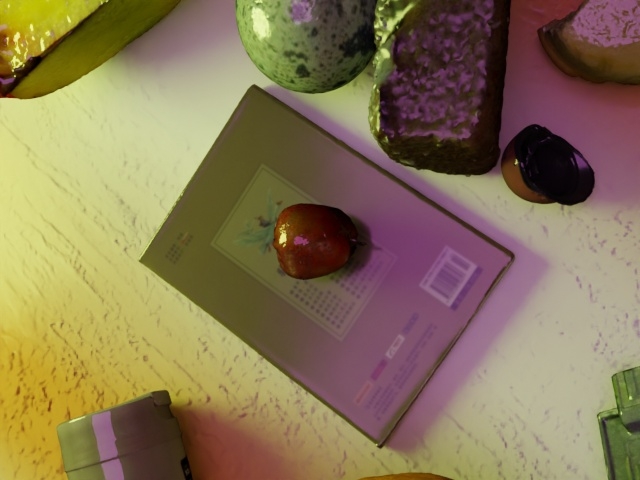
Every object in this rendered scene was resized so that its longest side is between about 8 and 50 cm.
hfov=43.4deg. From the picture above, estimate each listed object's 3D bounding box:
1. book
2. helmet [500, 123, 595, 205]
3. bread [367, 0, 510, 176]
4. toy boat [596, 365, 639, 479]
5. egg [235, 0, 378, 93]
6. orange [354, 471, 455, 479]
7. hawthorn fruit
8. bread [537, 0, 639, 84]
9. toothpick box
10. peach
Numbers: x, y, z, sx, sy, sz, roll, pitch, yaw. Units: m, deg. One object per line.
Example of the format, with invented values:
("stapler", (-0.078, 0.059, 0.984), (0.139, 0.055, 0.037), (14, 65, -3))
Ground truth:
("book", (-0.005, 0.017, 0.769), (0.310, 0.021, 0.217), (36, 96, 17))
("helmet", (0.191, -0.058, 0.704), (0.084, 0.049, 0.065), (36, 61, -9))
("bread", (0.113, -0.270, 0.690), (0.113, 0.165, 0.416), (5, 85, 12))
("toy boat", (0.280, 0.227, 0.551), (0.141, 0.092, 0.319), (-26, 41, 31))
("egg", (-0.014, -0.215, 0.738), (0.132, 0.132, 0.172), (-24, 63, 13))
("orange", (0.066, 0.321, 0.568), (0.312, 0.312, 0.312), (-2, 84, 16))
("hawthorn fruit", (-0.006, -0.001, 0.725), (0.077, 0.077, 0.077), (-2, 84, 16))
("bread", (0.275, -0.196, 0.676), (0.125, 0.086, 0.156), (39, 100, 7))
("toothpick box", (-0.171, 0.242, 0.749), (0.111, 0.111, 0.181), (-20, 80, 14))
("peach", (-0.258, -0.248, 0.803), (0.267, 0.154, 0.159), (-37, 84, 16))
